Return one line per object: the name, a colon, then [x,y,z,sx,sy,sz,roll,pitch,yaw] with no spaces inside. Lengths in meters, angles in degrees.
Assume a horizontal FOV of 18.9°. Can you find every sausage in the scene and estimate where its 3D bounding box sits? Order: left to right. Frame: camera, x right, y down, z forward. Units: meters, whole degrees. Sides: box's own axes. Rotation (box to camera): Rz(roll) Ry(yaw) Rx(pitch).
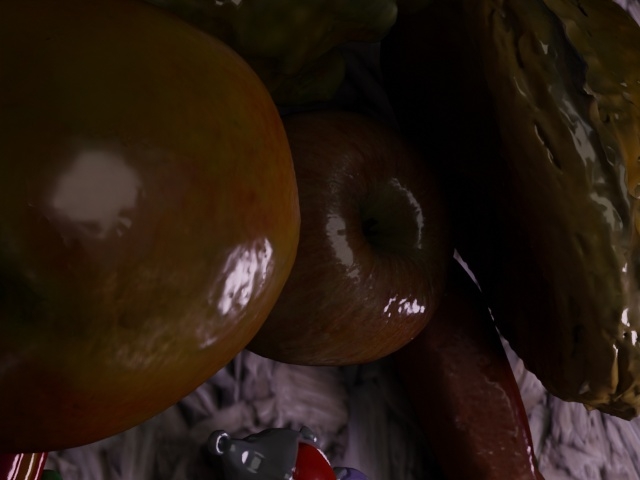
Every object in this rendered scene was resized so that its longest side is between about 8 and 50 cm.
sausage: [0.137,0.164,1.687,0.094,0.097,0.348,-22,101,-2]

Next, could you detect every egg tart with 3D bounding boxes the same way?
egg tart: [0.199,-0.066,1.587,0.178,0.443,0.443,-23,99,-8]

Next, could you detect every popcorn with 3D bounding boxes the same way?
popcorn: [-0.065,-0.265,1.461,0.321,0.290,0.326,12,92,-45]

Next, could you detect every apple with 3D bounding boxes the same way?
apple: [0.000,0.000,1.529,0.211,0.188,0.211,13,70,-39]

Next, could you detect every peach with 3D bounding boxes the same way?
peach: [-0.166,-0.026,1.190,0.308,0.307,0.332,64,32,-14]

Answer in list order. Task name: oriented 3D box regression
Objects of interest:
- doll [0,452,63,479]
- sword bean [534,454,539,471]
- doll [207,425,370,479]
doll: [-0.256,0.258,1.230,0.182,0.160,0.363,28,62,-39]
sword bean: [0.217,0.308,1.781,0.043,0.038,0.269,-23,96,-45]
doll: [-0.021,0.203,1.539,0.227,0.075,0.102,37,66,-45]
